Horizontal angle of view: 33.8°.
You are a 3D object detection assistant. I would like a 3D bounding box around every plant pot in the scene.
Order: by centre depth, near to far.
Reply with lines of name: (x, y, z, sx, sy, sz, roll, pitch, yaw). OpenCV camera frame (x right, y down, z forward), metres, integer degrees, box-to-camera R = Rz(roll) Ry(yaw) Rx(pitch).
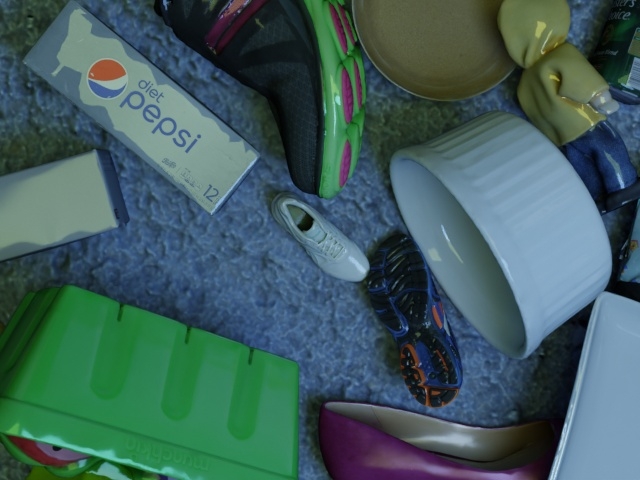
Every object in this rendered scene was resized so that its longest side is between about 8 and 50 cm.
plant pot: (0.150, -0.289, 1.294, 0.236, 0.032, 0.236, -1, 94, -11)

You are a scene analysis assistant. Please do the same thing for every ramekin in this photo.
ramekin: (0.209, -0.015, 1.213, 0.135, 0.277, 0.277, -32, 95, -9)

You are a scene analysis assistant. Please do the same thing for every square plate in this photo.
square plate: (0.425, 0.272, 1.252, 0.347, 0.049, 0.344, 19, 83, -14)

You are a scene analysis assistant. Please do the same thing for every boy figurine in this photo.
boy figurine: (0.297, -0.166, 1.259, 0.092, 0.177, 0.285, -24, 83, -11)

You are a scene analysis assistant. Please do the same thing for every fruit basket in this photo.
fruit basket: (-0.233, 0.267, 1.173, 0.392, 0.283, 0.392, 3, 83, -30)

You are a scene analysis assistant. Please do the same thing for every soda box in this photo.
soda box: (-0.208, -0.156, 1.258, 0.286, 0.091, 0.098, 39, 91, -5)

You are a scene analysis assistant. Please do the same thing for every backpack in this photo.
backpack: (0.444, 0.006, 1.292, 0.152, 0.115, 0.182, 11, 83, 26)

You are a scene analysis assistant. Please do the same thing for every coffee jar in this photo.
coffee jar: (0.394, -0.263, 1.294, 0.079, 0.096, 0.184, 20, 91, -9)

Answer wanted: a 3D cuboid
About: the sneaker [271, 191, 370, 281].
sneaker: (0.000, 0.000, 1.300, 0.152, 0.061, 0.053, 40, 88, -7)

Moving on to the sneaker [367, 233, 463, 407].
sneaker: (0.120, 0.099, 1.310, 0.083, 0.087, 0.221, -18, 79, 18)

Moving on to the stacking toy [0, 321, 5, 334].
stacking toy: (-0.554, 0.151, 1.232, 0.309, 0.130, 0.279, -41, 96, -1)

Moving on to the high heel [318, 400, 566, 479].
high heel: (0.190, 0.238, 1.290, 0.377, 0.127, 0.181, -18, 105, 0)

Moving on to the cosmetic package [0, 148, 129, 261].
cosmetic package: (-0.354, -0.032, 1.238, 0.238, 0.127, 0.107, -19, 95, -5)

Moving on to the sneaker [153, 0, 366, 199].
sneaker: (-0.082, -0.271, 1.241, 0.202, 0.185, 0.483, -21, 92, 15)
